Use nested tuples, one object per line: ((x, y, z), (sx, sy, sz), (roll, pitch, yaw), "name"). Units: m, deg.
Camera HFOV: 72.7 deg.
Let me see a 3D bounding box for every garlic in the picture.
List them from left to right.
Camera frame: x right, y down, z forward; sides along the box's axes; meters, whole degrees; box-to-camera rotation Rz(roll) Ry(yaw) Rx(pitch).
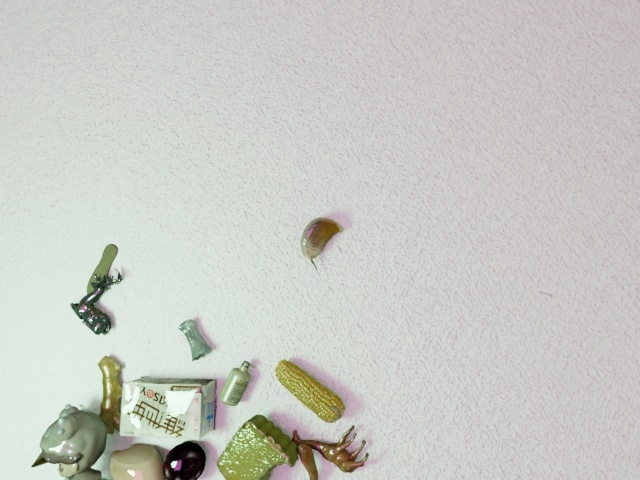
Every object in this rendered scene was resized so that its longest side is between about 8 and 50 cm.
((-0.012, 0.003, 1.630), (0.128, 0.090, 0.198), (31, 83, 0), "garlic")

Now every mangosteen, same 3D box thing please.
((-0.494, 0.803, 1.578), (0.152, 0.152, 0.152), (-1, 82, 9), "mangosteen")

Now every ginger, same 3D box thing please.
((-0.821, 0.598, 1.690), (0.118, 0.065, 0.299), (-8, 82, -4), "ginger")

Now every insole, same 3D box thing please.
((-0.906, 0.133, 1.800), (0.086, 0.005, 0.253), (19, 85, 11), "insole")

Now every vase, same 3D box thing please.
((-0.484, 0.376, 1.661), (0.081, 0.081, 0.148), (-33, 75, 4), "vase")

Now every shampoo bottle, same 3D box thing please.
((-0.307, 0.521, 1.607), (0.079, 0.079, 0.162), (24, 87, 12), "shampoo bottle")

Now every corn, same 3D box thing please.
((-0.044, 0.537, 1.551), (0.293, 0.106, 0.106), (32, 88, 14), "corn")

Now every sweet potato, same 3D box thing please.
((-0.036, 0.794, 1.512), (0.050, 0.050, 0.214), (-11, 105, 8), "sweet potato")

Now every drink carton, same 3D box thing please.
((-0.561, 0.616, 1.612), (0.324, 0.132, 0.194), (-2, 81, 11), "drink carton")

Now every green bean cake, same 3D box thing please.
((-0.211, 0.762, 1.519), (0.233, 0.124, 0.236), (38, 97, 16), "green bean cake")

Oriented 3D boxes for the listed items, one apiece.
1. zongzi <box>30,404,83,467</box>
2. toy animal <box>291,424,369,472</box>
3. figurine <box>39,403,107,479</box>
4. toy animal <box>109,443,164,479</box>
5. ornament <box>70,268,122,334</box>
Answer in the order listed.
((-0.976, 0.735, 1.636), (0.084, 0.184, 0.187), (16, 85, 15), "zongzi")
((0.030, 0.725, 1.530), (0.230, 0.066, 0.224), (-38, 79, 11), "toy animal")
((-0.843, 0.772, 1.534), (0.203, 0.248, 0.380), (-16, 90, -23), "figurine")
((-0.654, 0.886, 1.559), (0.213, 0.195, 0.256), (-13, 83, 35), "toy animal")
((-0.863, 0.235, 1.739), (0.202, 0.080, 0.236), (39, 90, 12), "ornament")
